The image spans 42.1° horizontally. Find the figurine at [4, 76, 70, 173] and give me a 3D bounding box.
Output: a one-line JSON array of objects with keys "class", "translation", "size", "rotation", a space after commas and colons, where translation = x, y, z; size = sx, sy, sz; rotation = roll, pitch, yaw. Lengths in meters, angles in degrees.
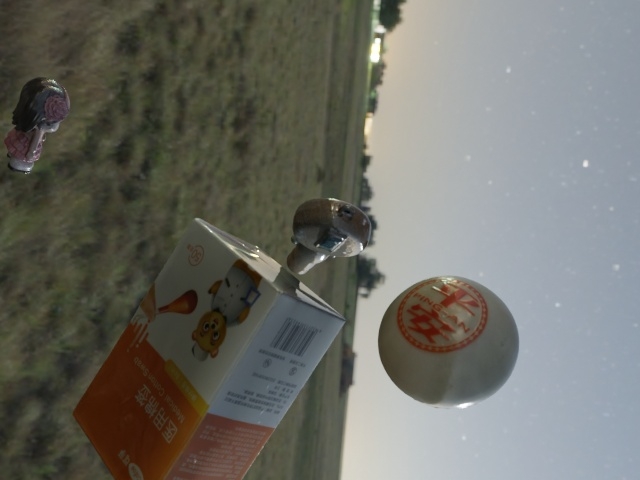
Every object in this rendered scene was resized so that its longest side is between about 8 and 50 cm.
[{"class": "figurine", "translation": [-0.339, -0.134, 0.979], "size": [0.129, 0.054, 0.072], "rotation": [-49, -138, 30]}]

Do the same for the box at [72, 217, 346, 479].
[{"class": "box", "translation": [-0.159, 0.176, 1.119], "size": [0.143, 0.225, 0.341], "rotation": [30, 95, -47]}]

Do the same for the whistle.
[{"class": "whistle", "translation": [0.000, 0.000, 1.159], "size": [0.220, 0.107, 0.057], "rotation": [137, -29, -62]}]

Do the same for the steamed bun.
[{"class": "steamed bun", "translation": [0.206, 0.151, 1.351], "size": [0.145, 0.232, 0.231], "rotation": [78, 15, -52]}]
